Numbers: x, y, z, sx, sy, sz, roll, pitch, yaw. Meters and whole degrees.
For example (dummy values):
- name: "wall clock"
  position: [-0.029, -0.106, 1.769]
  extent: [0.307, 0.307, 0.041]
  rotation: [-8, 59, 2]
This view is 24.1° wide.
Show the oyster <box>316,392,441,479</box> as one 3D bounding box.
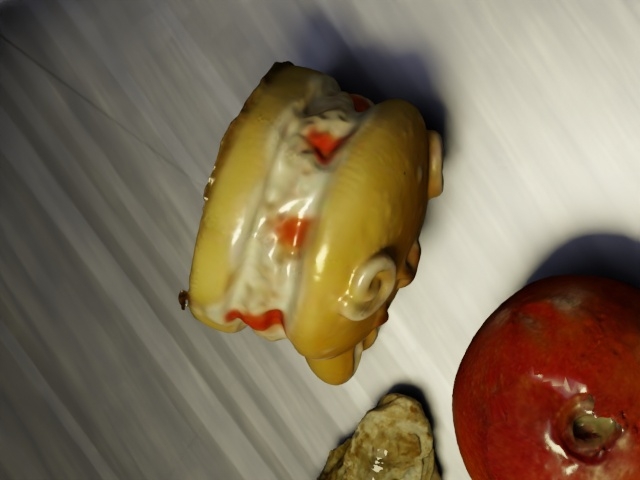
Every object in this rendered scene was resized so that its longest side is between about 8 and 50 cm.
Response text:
- name: "oyster"
  position: [0.079, 0.308, 1.508]
  extent: [0.166, 0.094, 0.294]
  rotation: [-24, 100, 12]

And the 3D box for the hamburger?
- name: "hamburger"
  position: [0.000, 0.000, 1.384]
  extent: [0.186, 0.261, 0.303]
  rotation: [23, 125, 8]

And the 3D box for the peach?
- name: "peach"
  position: [0.235, 0.162, 1.327]
  extent: [0.238, 0.281, 0.281]
  rotation: [0, 101, 19]
